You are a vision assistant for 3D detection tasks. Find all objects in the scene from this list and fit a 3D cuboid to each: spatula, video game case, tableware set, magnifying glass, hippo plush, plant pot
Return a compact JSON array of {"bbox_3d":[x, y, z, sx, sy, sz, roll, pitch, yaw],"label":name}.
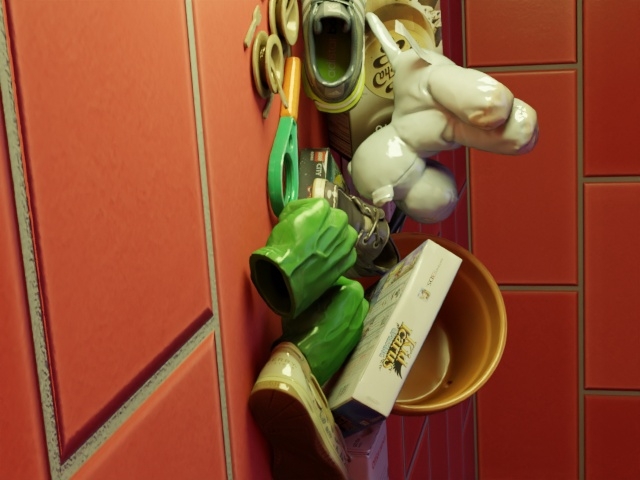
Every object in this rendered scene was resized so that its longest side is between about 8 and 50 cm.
[{"bbox_3d":[0.115,0.029,1.966,0.084,0.030,0.297,52,57,-68],"label":"spatula"},{"bbox_3d":[0.079,0.149,1.524,0.244,0.061,0.269,-63,-174,-23],"label":"video game case"},{"bbox_3d":[-0.051,-0.262,1.441,0.128,0.039,0.194,77,18,-44],"label":"tableware set"},{"bbox_3d":[-0.044,-0.142,1.497,0.092,0.026,0.231,57,33,-66],"label":"magnifying glass"},{"bbox_3d":[0.158,-0.140,1.594,0.237,0.294,0.234,-57,-153,5],"label":"hippo plush"},{"bbox_3d":[0.140,0.155,1.785,0.203,0.290,0.291,99,-4,-69],"label":"plant pot"}]

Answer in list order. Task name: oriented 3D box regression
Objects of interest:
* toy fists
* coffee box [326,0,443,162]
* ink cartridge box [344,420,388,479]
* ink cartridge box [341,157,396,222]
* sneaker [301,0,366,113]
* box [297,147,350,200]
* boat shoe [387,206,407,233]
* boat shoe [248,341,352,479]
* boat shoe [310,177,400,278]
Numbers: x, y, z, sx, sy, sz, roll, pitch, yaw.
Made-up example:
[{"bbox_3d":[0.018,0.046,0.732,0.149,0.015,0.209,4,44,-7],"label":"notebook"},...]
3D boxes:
[{"bbox_3d":[-0.010,0.067,1.430,0.142,0.096,0.279,-42,138,-31],"label":"toy fists"},{"bbox_3d":[0.096,-0.284,1.720,0.119,0.168,0.297,-138,-142,-63],"label":"coffee box"},{"bbox_3d":[0.056,0.406,1.765,0.158,0.092,0.218,-47,137,-71],"label":"ink cartridge box"},{"bbox_3d":[0.098,-0.128,1.976,0.191,0.082,0.140,-64,152,-65],"label":"ink cartridge box"},{"bbox_3d":[0.021,-0.332,1.536,0.121,0.111,0.300,-150,-125,-89],"label":"sneaker"},{"bbox_3d":[0.000,0.000,1.637,0.159,0.044,0.233,56,36,-65],"label":"box"},{"bbox_3d":[0.165,-0.072,2.118,0.206,0.065,0.075,-56,176,-19],"label":"boat shoe"},{"bbox_3d":[-0.015,0.254,1.442,0.089,0.104,0.285,-73,158,-43],"label":"boat shoe"},{"bbox_3d":[0.053,-0.014,1.561,0.285,0.092,0.103,56,36,-64],"label":"boat shoe"}]
